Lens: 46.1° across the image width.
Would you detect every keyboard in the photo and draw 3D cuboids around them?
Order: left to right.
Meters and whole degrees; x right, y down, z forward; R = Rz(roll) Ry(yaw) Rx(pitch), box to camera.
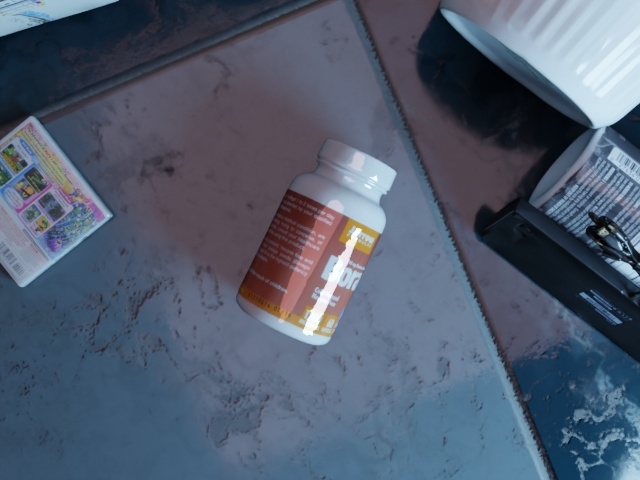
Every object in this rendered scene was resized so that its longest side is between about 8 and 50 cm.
[{"bbox_3d":[0.332,0.057,0.818,0.317,0.201,0.033,37,73,0],"label":"keyboard"}]

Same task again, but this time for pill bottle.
[{"bbox_3d":[0.000,0.000,0.860,0.121,0.121,0.216,26,92,1],"label":"pill bottle"},{"bbox_3d":[0.368,-0.009,0.846,0.246,0.130,0.130,39,92,0],"label":"pill bottle"}]

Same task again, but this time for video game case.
[{"bbox_3d":[-0.358,-0.047,0.920,0.143,0.019,0.157,-38,89,1],"label":"video game case"}]

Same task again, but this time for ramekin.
[{"bbox_3d":[0.246,-0.231,0.787,0.273,0.273,0.127,38,102,1],"label":"ramekin"}]

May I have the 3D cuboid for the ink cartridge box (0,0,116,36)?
[{"bbox_3d":[-0.378,-0.341,0.841,0.233,0.168,0.171,-18,90,1],"label":"ink cartridge box"}]
